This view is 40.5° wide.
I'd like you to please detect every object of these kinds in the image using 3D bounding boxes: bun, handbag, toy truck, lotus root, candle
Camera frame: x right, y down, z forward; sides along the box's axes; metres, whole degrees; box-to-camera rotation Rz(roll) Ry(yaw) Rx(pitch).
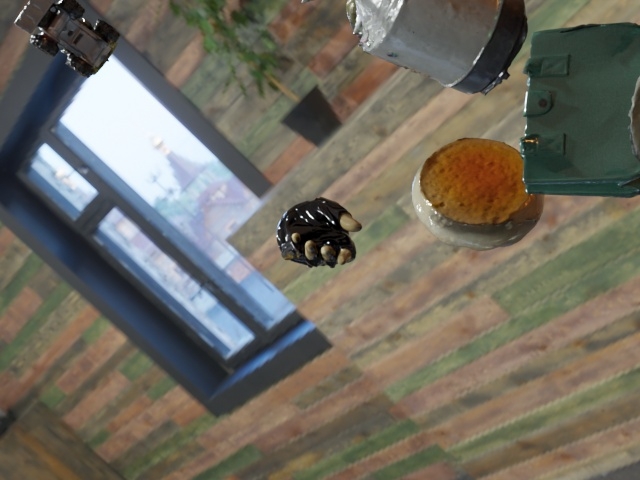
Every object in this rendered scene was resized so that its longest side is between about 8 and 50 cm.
[{"bbox_3d":[0.358,-0.084,1.971,0.299,0.298,0.165,-50,-28,-28],"label":"bun"},{"bbox_3d":[0.500,-0.246,1.632,0.089,0.238,0.327,42,-128,-64],"label":"handbag"},{"bbox_3d":[-0.554,-0.456,1.883,0.136,0.111,0.286,-55,-28,1],"label":"toy truck"},{"bbox_3d":[0.079,-0.413,1.615,0.049,0.099,0.054,-10,30,14],"label":"lotus root"},{"bbox_3d":[0.142,-0.352,1.324,0.187,0.330,0.188,-162,90,-73],"label":"candle"}]

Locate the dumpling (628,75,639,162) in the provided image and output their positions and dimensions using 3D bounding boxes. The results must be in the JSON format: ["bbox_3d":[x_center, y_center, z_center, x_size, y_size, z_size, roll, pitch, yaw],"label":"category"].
[{"bbox_3d":[0.522,-0.188,1.277,0.172,0.247,0.142,-38,44,-4],"label":"dumpling"}]

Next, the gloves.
[{"bbox_3d":[0.000,0.000,1.652,0.164,0.124,0.203,-41,43,8],"label":"gloves"}]
